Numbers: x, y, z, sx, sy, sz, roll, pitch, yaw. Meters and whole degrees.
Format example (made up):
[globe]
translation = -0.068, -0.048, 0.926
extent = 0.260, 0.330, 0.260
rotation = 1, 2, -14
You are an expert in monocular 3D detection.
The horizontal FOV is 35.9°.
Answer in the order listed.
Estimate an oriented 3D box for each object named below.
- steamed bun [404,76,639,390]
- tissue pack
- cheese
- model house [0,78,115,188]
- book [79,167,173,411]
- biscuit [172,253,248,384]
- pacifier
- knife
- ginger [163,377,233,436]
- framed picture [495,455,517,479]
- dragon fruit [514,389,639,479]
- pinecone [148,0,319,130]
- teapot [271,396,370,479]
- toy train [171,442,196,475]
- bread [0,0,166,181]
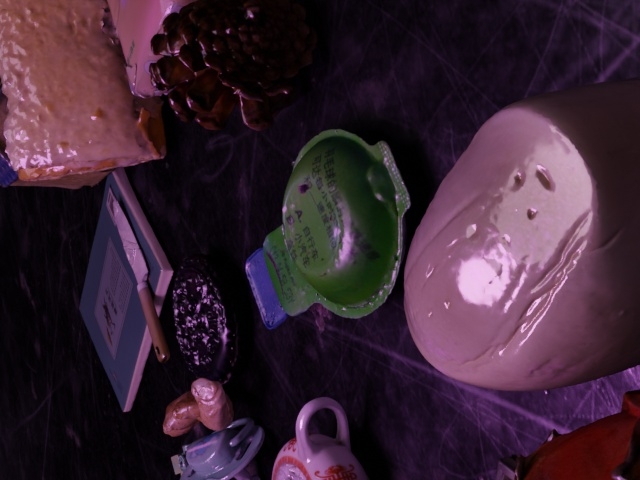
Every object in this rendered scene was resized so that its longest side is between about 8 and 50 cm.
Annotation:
[steamed bun]
translation = 0.175, 0.011, 0.682
extent = 0.155, 0.200, 0.250
rotation = 57, 144, 33
[tissue pack]
translation = -0.177, -0.338, 1.256
extent = 0.256, 0.123, 0.215
rotation = -53, 48, 42
[cheese]
translation = 0.000, 0.000, 1.080
extent = 0.320, 0.083, 0.204
rotation = -42, 63, 51
[model house]
translation = -0.505, -0.214, 1.671
extent = 0.321, 0.266, 0.261
rotation = -12, 84, 62
[book]
translation = -0.349, 0.088, 1.724
extent = 0.264, 0.031, 0.379
rotation = 59, 142, 34
[biscuit]
translation = -0.158, 0.113, 1.395
extent = 0.194, 0.053, 0.194
rotation = 17, 111, 56
[pacifier]
translation = -0.120, 0.310, 1.358
extent = 0.150, 0.127, 0.116
rotation = -30, 110, 29
[knife]
translation = -0.286, 0.056, 1.573
extent = 0.047, 0.017, 0.298
rotation = -51, 53, 47
[ginger]
translation = -0.178, 0.240, 1.393
extent = 0.075, 0.089, 0.288
rotation = 66, 159, 5
[framed picture]
translation = 0.238, 0.345, 0.835
extent = 0.289, 0.016, 0.213
rotation = 31, 123, 52
[dragon fruit]
translation = 0.221, 0.239, 0.631
extent = 0.250, 0.250, 0.315
rotation = 3, 88, 58
[pinecone]
translation = -0.106, -0.204, 1.123
extent = 0.195, 0.179, 0.150
rotation = 10, 129, 44
[teapot]
translation = 0.001, 0.289, 1.123
extent = 0.159, 0.116, 0.245
rotation = -148, 53, -67
[toy train]
translation = -0.195, 0.374, 1.523
extent = 0.081, 0.050, 0.122
rotation = -36, 67, 61
[bread]
translation = -0.365, -0.285, 1.482
extent = 0.165, 0.237, 0.375
rotation = 142, 120, -83
